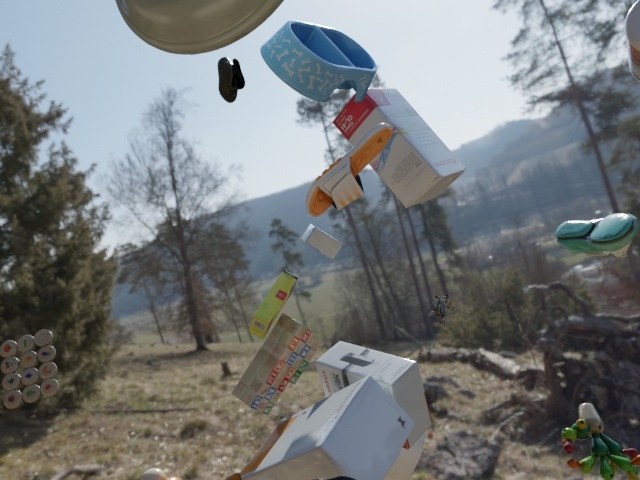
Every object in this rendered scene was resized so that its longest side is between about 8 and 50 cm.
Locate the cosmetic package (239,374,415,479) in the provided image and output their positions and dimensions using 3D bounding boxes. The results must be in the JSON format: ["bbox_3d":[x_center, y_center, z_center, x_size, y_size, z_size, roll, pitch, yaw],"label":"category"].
[{"bbox_3d":[-0.007,0.517,1.361,0.453,0.161,0.230,-42,0,45],"label":"cosmetic package"}]

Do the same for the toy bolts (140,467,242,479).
[{"bbox_3d":[-0.318,0.601,1.356,0.218,0.158,0.228,-29,-28,-33],"label":"toy bolts"}]

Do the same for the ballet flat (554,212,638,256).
[{"bbox_3d":[0.610,-0.006,1.218,0.083,0.087,0.247,-52,8,-8],"label":"ballet flat"}]

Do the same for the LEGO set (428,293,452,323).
[{"bbox_3d":[0.231,0.125,1.061,0.023,0.054,0.083,1,31,38],"label":"LEGO set"}]

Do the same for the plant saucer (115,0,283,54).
[{"bbox_3d":[-0.207,-0.514,0.932,0.400,0.401,0.100,-17,-13,19],"label":"plant saucer"}]

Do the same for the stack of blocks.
[{"bbox_3d":[-0.135,0.405,1.828,0.087,0.297,0.171,25,-15,34],"label":"stack of blocks"}]

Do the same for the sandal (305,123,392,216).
[{"bbox_3d":[0.075,-0.144,1.246,0.265,0.076,0.102,-46,-29,5],"label":"sandal"}]

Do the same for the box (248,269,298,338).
[{"bbox_3d":[-0.149,0.201,1.809,0.232,0.058,0.087,-57,-8,-50],"label":"box"}]

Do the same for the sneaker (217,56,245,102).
[{"bbox_3d":[-0.235,-0.419,1.508,0.051,0.089,0.170,-29,-32,-20],"label":"sneaker"}]

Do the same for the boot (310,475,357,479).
[{"bbox_3d":[0.026,0.464,1.053,0.106,0.037,0.114,7,-31,4],"label":"boot"}]

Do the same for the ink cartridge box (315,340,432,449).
[{"bbox_3d":[0.134,0.397,1.485,0.114,0.197,0.272,-31,24,-37],"label":"ink cartridge box"}]

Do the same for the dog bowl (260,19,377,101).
[{"bbox_3d":[0.010,-0.362,1.140,0.074,0.166,0.297,-48,-16,31],"label":"dog bowl"}]

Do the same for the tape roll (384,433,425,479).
[{"bbox_3d":[0.244,0.670,1.925,0.100,0.286,0.286,23,-7,-10],"label":"tape roll"}]

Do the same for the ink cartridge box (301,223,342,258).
[{"bbox_3d":[0.000,0.000,1.819,0.062,0.104,0.181,-58,9,1],"label":"ink cartridge box"}]

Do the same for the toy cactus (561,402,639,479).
[{"bbox_3d":[0.616,0.438,1.255,0.180,0.219,0.112,-80,14,-53],"label":"toy cactus"}]

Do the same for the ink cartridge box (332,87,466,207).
[{"bbox_3d":[0.211,-0.250,1.489,0.131,0.306,0.226,-44,-13,32],"label":"ink cartridge box"}]

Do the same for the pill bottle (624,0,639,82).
[{"bbox_3d":[0.629,-0.354,1.034,0.121,0.121,0.216,-17,-18,28],"label":"pill bottle"}]

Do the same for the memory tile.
[{"bbox_3d":[-0.612,0.267,1.188,0.113,0.148,0.012,-16,-24,-9],"label":"memory tile"}]
